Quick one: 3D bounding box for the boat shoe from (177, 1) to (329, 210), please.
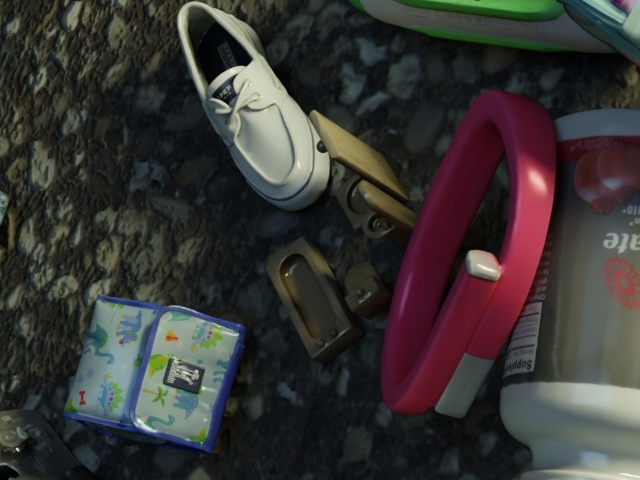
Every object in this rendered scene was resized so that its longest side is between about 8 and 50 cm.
[{"bbox_3d":[-0.079,-0.136,1.462,0.095,0.084,0.258,-43,54,13],"label":"boat shoe"}]

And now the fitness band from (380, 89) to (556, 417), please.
[{"bbox_3d":[0.112,0.016,1.191,0.209,0.054,0.291,-88,16,-49],"label":"fitness band"}]

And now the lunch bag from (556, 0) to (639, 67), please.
[{"bbox_3d":[0.311,-0.141,1.083,0.279,0.224,0.108,34,102,5],"label":"lunch bag"}]

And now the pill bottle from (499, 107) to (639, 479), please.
[{"bbox_3d":[0.231,0.075,1.119,0.176,0.176,0.318,0,73,34],"label":"pill bottle"}]

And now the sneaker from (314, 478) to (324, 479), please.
[{"bbox_3d":[-0.036,0.273,1.306,0.166,0.065,0.076,-34,40,15],"label":"sneaker"}]

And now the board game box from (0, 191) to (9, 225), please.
[{"bbox_3d":[-0.442,0.029,1.660,0.194,0.060,0.194,11,80,36],"label":"board game box"}]

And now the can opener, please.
[{"bbox_3d":[-0.253,0.272,1.450,0.283,0.076,0.095,44,131,36],"label":"can opener"}]

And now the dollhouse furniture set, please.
[{"bbox_3d":[0.000,0.000,1.334,0.151,0.123,0.144,-39,55,16],"label":"dollhouse furniture set"}]

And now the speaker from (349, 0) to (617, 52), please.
[{"bbox_3d":[0.164,-0.241,1.315,0.296,0.131,0.131,14,81,37],"label":"speaker"}]

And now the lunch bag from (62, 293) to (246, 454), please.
[{"bbox_3d":[-0.154,0.130,1.414,0.151,0.096,0.129,10,75,21],"label":"lunch bag"}]
